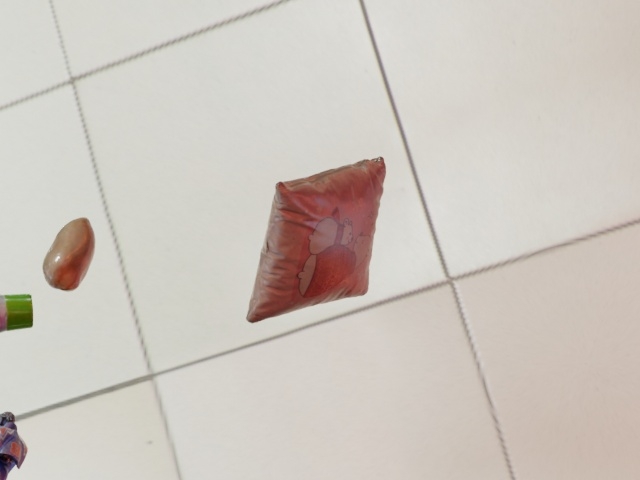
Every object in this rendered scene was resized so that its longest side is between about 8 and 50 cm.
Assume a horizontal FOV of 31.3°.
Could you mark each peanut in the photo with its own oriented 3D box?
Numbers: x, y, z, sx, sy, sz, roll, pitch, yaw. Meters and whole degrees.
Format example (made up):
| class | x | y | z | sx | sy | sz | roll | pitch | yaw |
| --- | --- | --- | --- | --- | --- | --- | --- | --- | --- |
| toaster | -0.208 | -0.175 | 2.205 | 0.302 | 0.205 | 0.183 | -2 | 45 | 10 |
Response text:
| class | x | y | z | sx | sy | sz | roll | pitch | yaw |
| --- | --- | --- | --- | --- | --- | --- | --- | --- | --- |
| peanut | -0.414 | 0.023 | 1.903 | 0.076 | 0.076 | 0.152 | 1 | 48 | 13 |

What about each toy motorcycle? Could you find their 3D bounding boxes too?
| class | x | y | z | sx | sy | sz | roll | pitch | yaw |
| --- | --- | --- | --- | --- | --- | --- | --- | --- | --- |
| toy motorcycle | -0.473 | 0.326 | 1.581 | 0.114 | 0.076 | 0.205 | -3 | 48 | 46 |

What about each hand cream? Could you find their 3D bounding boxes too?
| class | x | y | z | sx | sy | sz | roll | pitch | yaw |
| --- | --- | --- | --- | --- | --- | --- | --- | --- | --- |
| hand cream | -0.534 | 0.111 | 1.556 | 0.275 | 0.050 | 0.079 | -5 | 99 | -20 |

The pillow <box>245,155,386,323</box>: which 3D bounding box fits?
| class | x | y | z | sx | sy | sz | roll | pitch | yaw |
| --- | --- | --- | --- | --- | --- | --- | --- | --- | --- |
| pillow | 0.000 | 0.000 | 1.594 | 0.084 | 0.223 | 0.236 | 34 | 127 | 38 |
